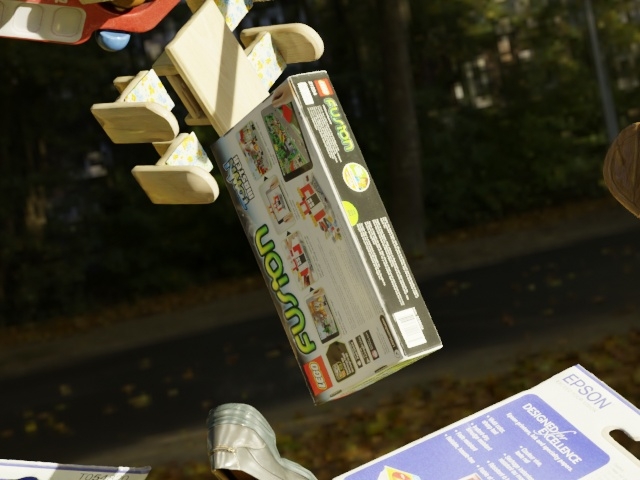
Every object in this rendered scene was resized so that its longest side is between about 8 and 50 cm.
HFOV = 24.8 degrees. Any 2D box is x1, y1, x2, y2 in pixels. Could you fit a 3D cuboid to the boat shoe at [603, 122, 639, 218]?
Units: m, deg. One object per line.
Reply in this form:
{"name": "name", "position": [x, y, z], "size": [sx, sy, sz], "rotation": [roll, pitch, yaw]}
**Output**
{"name": "boat shoe", "position": [0.446, 0.000, 1.568], "size": [0.123, 0.123, 0.342], "rotation": [13, 28, -41]}

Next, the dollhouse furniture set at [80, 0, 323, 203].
{"name": "dollhouse furniture set", "position": [-0.094, -0.185, 1.311], "size": [0.161, 0.242, 0.212], "rotation": [1, 45, 40]}

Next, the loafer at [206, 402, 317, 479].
{"name": "loafer", "position": [-0.046, 0.208, 1.201], "size": [0.062, 0.170, 0.061], "rotation": [-19, 38, 27]}

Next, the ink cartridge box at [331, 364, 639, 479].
{"name": "ink cartridge box", "position": [0.212, 0.268, 1.397], "size": [0.307, 0.072, 0.303], "rotation": [-20, 31, -19]}

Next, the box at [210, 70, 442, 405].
{"name": "box", "position": [0.000, 0.000, 1.010], "size": [0.036, 0.207, 0.114], "rotation": [-14, -13, -39]}

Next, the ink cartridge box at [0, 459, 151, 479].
{"name": "ink cartridge box", "position": [-0.288, 0.245, 1.232], "size": [0.223, 0.045, 0.224], "rotation": [12, -54, -38]}

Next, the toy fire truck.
{"name": "toy fire truck", "position": [-0.321, -0.372, 1.982], "size": [0.302, 0.169, 0.254], "rotation": [3, -43, -22]}
